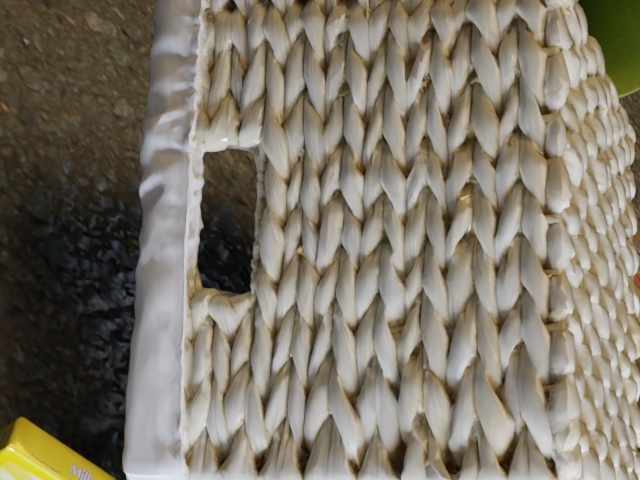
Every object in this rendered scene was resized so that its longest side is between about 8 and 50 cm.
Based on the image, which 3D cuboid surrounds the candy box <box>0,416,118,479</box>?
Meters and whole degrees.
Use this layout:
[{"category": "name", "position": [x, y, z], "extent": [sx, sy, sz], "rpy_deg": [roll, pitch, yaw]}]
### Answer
[{"category": "candy box", "position": [-0.130, 0.185, 0.716], "extent": [0.206, 0.105, 0.027], "rpy_deg": [40, 36, -23]}]

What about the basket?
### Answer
[{"category": "basket", "position": [0.062, 0.019, 0.806], "extent": [0.331, 0.266, 0.328], "rpy_deg": [33, 56, -63]}]

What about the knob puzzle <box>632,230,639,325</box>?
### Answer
[{"category": "knob puzzle", "position": [0.431, 0.074, 1.602], "extent": [0.213, 0.030, 0.213], "rpy_deg": [33, 39, -32]}]

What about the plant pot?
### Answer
[{"category": "plant pot", "position": [0.388, -0.403, 1.783], "extent": [0.275, 0.275, 0.293], "rpy_deg": [18, 33, -44]}]
